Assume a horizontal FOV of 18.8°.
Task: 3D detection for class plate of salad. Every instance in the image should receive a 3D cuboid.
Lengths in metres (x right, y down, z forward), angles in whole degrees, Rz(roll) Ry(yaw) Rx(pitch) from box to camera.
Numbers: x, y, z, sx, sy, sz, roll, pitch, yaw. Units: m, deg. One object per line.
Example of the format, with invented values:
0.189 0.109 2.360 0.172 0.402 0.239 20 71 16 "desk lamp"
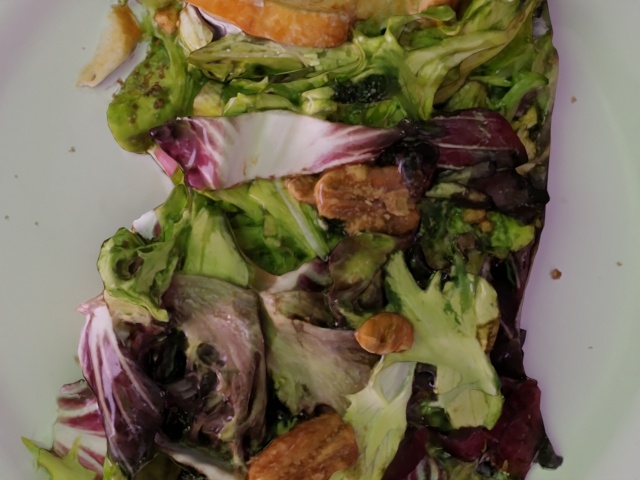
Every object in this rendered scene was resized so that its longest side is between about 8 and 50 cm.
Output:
0.000 0.000 0.438 0.199 0.048 0.200 0 89 -9 "plate of salad"
